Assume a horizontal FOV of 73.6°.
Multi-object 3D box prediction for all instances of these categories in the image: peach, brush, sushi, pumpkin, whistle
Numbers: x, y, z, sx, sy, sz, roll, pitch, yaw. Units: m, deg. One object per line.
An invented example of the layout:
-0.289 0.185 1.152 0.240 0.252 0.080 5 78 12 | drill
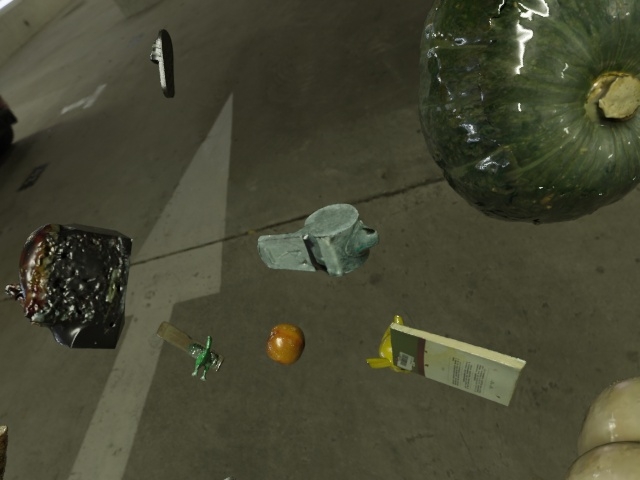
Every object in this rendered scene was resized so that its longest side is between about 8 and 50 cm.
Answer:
-0.116 0.342 1.432 0.138 0.138 0.138 -17 45 18 | peach
-0.270 0.209 0.860 0.190 0.027 0.034 19 77 32 | brush
-0.532 0.085 0.911 0.215 0.213 0.227 13 91 51 | sushi
0.271 -0.183 0.516 0.292 0.327 0.257 -16 20 -1 | pumpkin
-0.011 0.020 1.443 0.405 0.168 0.188 -20 33 2 | whistle

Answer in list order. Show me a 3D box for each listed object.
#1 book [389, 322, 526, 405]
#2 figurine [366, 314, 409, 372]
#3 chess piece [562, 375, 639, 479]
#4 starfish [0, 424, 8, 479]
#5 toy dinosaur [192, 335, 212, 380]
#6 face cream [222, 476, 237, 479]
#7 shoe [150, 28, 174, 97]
0.305 0.290 1.000 0.290 0.201 0.026 14 51 23 | book
0.322 0.428 1.706 0.169 0.327 0.218 27 86 25 | figurine
0.176 0.174 0.223 0.143 0.142 0.261 6 28 35 | chess piece
-0.668 0.483 0.814 0.327 0.094 0.375 29 92 52 | starfish
-0.157 0.157 0.588 0.021 0.083 0.062 17 57 -10 | toy dinosaur
-0.353 0.735 1.152 0.370 0.145 0.145 -32 42 8 | face cream
-0.423 -0.466 1.127 0.049 0.071 0.179 -3 93 4 | shoe
